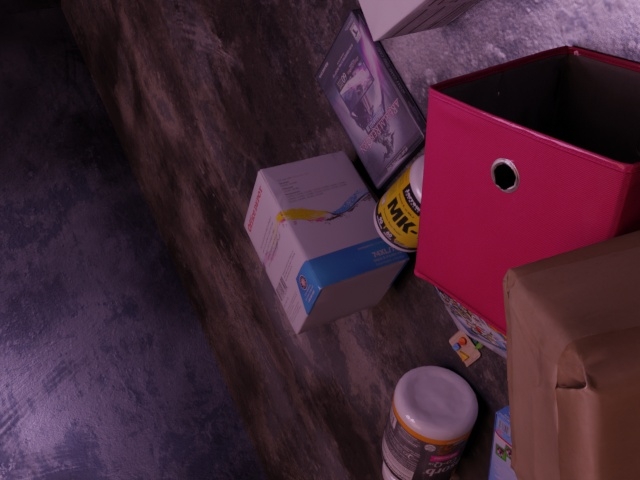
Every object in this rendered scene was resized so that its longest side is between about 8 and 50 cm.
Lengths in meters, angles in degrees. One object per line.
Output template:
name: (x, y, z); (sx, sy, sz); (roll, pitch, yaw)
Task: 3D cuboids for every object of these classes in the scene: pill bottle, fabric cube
pill bottle: (0.207, 0.394, 1.274); (0.162, 0.162, 0.278); (45, 144, 37)
fabric cube: (0.286, -0.050, 0.737); (0.254, 0.259, 0.258); (38, 139, 43)
pill bottle: (0.181, -0.072, 1.054); (0.119, 0.119, 0.208); (62, 151, 13)

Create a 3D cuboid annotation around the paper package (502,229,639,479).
paper package: (0.346, 0.136, 0.572); (0.168, 0.325, 0.309); (-106, 1, -56)

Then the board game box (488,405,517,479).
board game box: (0.373, 0.421, 1.129); (0.160, 0.039, 0.211); (35, 136, 47)

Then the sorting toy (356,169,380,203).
sorting toy: (0.066, -0.001, 1.384); (0.229, 0.041, 0.307); (52, 147, 29)

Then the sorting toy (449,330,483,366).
sorting toy: (0.272, 0.195, 1.183); (0.062, 0.012, 0.083); (58, 150, 20)

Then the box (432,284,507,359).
box: (0.278, 0.123, 1.005); (0.159, 0.044, 0.233); (56, 167, -31)

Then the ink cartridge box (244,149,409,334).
ink cartridge box: (0.000, 0.000, 1.249); (0.270, 0.197, 0.198); (62, 153, 23)

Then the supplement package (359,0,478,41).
supplement package: (0.133, -0.443, 0.862); (0.204, 0.145, 0.262); (-20, 91, 61)

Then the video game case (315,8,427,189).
video game case: (0.090, -0.257, 1.190); (0.274, 0.026, 0.196); (63, 151, 13)
